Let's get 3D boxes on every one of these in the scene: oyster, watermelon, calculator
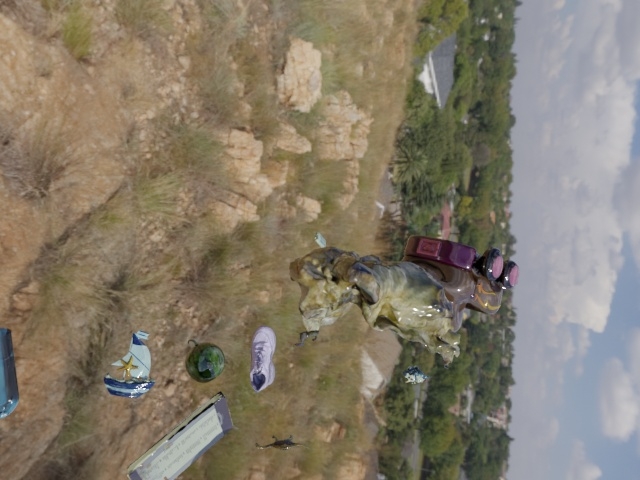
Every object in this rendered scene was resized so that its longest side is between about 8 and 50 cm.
[{"bbox_3d":[0.068,0.084,0.564,0.337,0.197,0.133,21,79,-51],"label":"oyster"},{"bbox_3d":[-0.287,0.297,1.050,0.109,0.108,0.109,1,90,-66],"label":"watermelon"},{"bbox_3d":[-1.011,0.404,1.306,0.051,0.172,0.293,12,61,-66],"label":"calculator"}]

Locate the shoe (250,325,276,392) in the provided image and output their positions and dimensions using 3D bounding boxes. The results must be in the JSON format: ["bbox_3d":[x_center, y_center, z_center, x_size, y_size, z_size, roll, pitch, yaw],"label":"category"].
[{"bbox_3d":[-0.226,0.455,1.620,0.137,0.095,0.245,-39,128,-84],"label":"shoe"}]

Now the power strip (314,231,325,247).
[{"bbox_3d":[0.000,0.000,1.816,0.090,0.016,0.040,50,37,-53],"label":"power strip"}]

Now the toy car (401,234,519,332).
[{"bbox_3d":[0.350,0.128,1.136,0.340,0.271,0.241,21,85,-41],"label":"toy car"}]

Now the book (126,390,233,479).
[{"bbox_3d":[-0.297,0.446,0.924,0.231,0.026,0.158,-34,144,-33],"label":"book"}]

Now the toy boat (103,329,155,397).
[{"bbox_3d":[-0.848,0.557,1.925,0.067,0.220,0.291,139,-38,-70],"label":"toy boat"}]

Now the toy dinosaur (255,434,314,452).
[{"bbox_3d":[-0.111,0.630,1.314,0.058,0.180,0.037,-102,-169,-74],"label":"toy dinosaur"}]

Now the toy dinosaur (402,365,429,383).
[{"bbox_3d":[0.254,0.362,1.132,0.083,0.047,0.031,11,117,-39],"label":"toy dinosaur"}]
